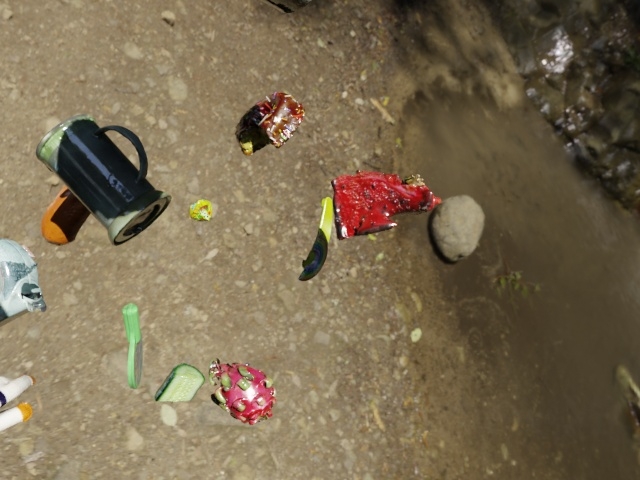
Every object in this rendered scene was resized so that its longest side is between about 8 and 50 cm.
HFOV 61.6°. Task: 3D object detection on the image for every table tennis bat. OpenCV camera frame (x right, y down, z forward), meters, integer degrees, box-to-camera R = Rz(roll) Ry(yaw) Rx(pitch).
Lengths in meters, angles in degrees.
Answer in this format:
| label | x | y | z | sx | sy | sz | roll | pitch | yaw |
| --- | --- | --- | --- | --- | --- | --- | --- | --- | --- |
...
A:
| label | x | y | z | sx | sy | sz | roll | pitch | yaw |
| --- | --- | --- | --- | --- | --- | --- | --- | --- | --- |
| table tennis bat | -0.491 | 0.276 | 1.421 | 0.039 | 0.257 | 0.160 | -1 | 31 | -9 |

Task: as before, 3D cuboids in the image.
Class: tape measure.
| label | x | y | z | sx | sy | sz | roll | pitch | yaw |
| --- | --- | --- | --- | --- | --- | --- | --- | --- | --- |
| tape measure | -0.929 | 0.124 | 1.511 | 0.275 | 0.256 | 0.147 | 64 | 6 | 7 |

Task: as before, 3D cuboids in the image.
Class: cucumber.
| label | x | y | z | sx | sy | sz | roll | pitch | yaw |
| --- | --- | --- | --- | --- | --- | --- | --- | --- | --- |
| cucumber | -0.425 | 0.431 | 1.618 | 0.116 | 0.115 | 0.062 | 20 | 25 | -42 |

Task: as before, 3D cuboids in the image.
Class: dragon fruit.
| label | x | y | z | sx | sy | sz | roll | pitch | yaw |
| --- | --- | --- | --- | --- | --- | --- | --- | --- | --- |
| dragon fruit | -0.276 | 0.519 | 1.852 | 0.218 | 0.272 | 0.199 | -4 | 93 | -39 |
| dragon fruit | 0.099 | -0.070 | 0.884 | 0.122 | 0.192 | 0.092 | -42 | 118 | -38 |

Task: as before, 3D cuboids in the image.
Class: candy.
| label | x | y | z | sx | sy | sz | roll | pitch | yaw |
| --- | --- | --- | --- | --- | --- | --- | --- | --- | --- |
| candy | -0.430 | -0.112 | 1.905 | 0.077 | 0.262 | 0.073 | -13 | 102 | -14 |

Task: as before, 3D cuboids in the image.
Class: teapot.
| label | x | y | z | sx | sy | sz | roll | pitch | yaw |
| --- | --- | --- | --- | --- | --- | --- | --- | --- | --- |
| teapot | -0.568 | -0.189 | 1.419 | 0.337 | 0.270 | 0.200 | 47 | 30 | -1 |

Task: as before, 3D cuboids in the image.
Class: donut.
| label | x | y | z | sx | sy | sz | roll | pitch | yaw |
| --- | --- | --- | --- | --- | --- | --- | --- | --- | --- |
| donut | -0.152 | -0.354 | 1.590 | 0.096 | 0.230 | 0.216 | 46 | 66 | -32 |

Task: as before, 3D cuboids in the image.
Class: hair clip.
| label | x | y | z | sx | sy | sz | roll | pitch | yaw |
| --- | --- | --- | --- | --- | --- | --- | --- | --- | --- |
| hair clip | 0.000 | 0.000 | 1.153 | 0.060 | 0.033 | 0.189 | 21 | 84 | -60 |

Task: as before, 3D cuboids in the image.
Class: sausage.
| label | x | y | z | sx | sy | sz | roll | pitch | yaw |
| --- | --- | --- | --- | --- | --- | --- | --- | --- | --- |
| sausage | -0.834 | -0.096 | 1.785 | 0.133 | 0.258 | 0.133 | 38 | 13 | -10 |

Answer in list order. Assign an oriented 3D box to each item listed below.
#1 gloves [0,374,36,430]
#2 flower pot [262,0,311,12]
| label | x | y | z | sx | sy | sz | roll | pitch | yaw |
| --- | --- | --- | --- | --- | --- | --- | --- | --- | --- |
| gloves | -0.722 | 0.343 | 1.154 | 0.218 | 0.140 | 0.132 | -41 | 141 | -50 |
| flower pot | -0.080 | -0.573 | 1.106 | 0.148 | 0.235 | 0.236 | 32 | 52 | -49 |
